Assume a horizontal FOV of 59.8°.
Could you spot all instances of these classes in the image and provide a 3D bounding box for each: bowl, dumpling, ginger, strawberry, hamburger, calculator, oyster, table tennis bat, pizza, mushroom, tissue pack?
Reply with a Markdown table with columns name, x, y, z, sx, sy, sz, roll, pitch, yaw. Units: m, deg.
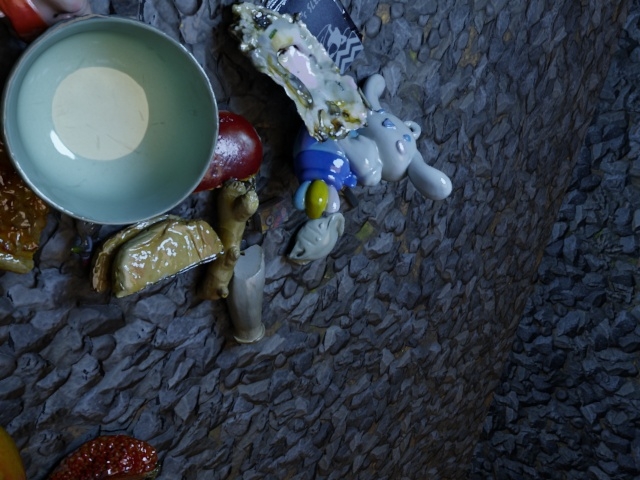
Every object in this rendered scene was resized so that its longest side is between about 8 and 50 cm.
| name | x | y | z | sx | sy | sz | roll | pitch | yaw |
| --- | --- | --- | --- | --- | --- | --- | --- | --- | --- |
| bowl | -0.328 | -0.186 | 0.870 | 0.307 | 0.163 | 0.307 | -10 | 111 | -29 |
| dumpling | 0.002 | -0.001 | 1.436 | 0.169 | 0.099 | 0.134 | -62 | 151 | 3 |
| ginger | -0.210 | 0.009 | 1.228 | 0.065 | 0.118 | 0.299 | -1 | 119 | -39 |
| strawberry | -0.472 | 0.487 | 1.226 | 0.175 | 0.107 | 0.236 | -35 | 146 | 27 |
| hamburger | -0.332 | 0.020 | 1.104 | 0.262 | 0.124 | 0.131 | -26 | 109 | -39 |
| calculator | -0.008 | -0.469 | 1.224 | 0.166 | 0.028 | 0.274 | -52 | 136 | -6 |
| oyster | -0.049 | -0.343 | 1.142 | 0.354 | 0.107 | 0.201 | 50 | 55 | -17 |
| oyster | -0.164 | -0.101 | 1.253 | 0.029 | 0.086 | 0.132 | 1 | 75 | -12 |
| table tennis bat | 0.044 | -0.159 | 1.450 | 0.130 | 0.019 | 0.220 | -53 | 137 | -10 |
| pizza | -0.502 | -0.100 | 0.883 | 0.226 | 0.086 | 0.336 | -29 | 128 | -30 |
| mushroom | -0.179 | 0.135 | 1.329 | 0.096 | 0.108 | 0.247 | 1 | 114 | -2 |
| tissue pack | -0.119 | -0.061 | 1.326 | 0.083 | 0.035 | 0.063 | -30 | 130 | -33 |

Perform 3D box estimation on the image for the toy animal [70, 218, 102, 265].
| name | x | y | z | sx | sy | sz | roll | pitch | yaw |
| --- | --- | --- | --- | --- | --- | --- | --- | --- | --- |
| toy animal | -0.415 | -0.047 | 1.013 | 0.105 | 0.070 | 0.203 | -11 | 116 | -63 |

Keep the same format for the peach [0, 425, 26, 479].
| name | x | y | z | sx | sy | sz | roll | pitch | yaw |
| --- | --- | --- | --- | --- | --- | --- | --- | --- | --- |
| peach | -0.636 | 0.392 | 0.855 | 0.372 | 0.289 | 0.373 | -15 | 117 | -32 |

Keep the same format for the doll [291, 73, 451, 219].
| name | x | y | z | sx | sy | sz | roll | pitch | yaw |
| --- | --- | --- | --- | --- | --- | --- | --- | --- | --- |
| doll | 0.071 | -0.215 | 1.266 | 0.365 | 0.376 | 0.187 | -18 | 131 | -15 |

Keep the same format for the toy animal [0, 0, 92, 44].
| name | x | y | z | sx | sy | sz | roll | pitch | yaw |
| --- | --- | --- | --- | --- | --- | --- | --- | --- | --- |
| toy animal | -0.396 | -0.377 | 0.783 | 0.171 | 0.171 | 0.198 | 15 | 96 | -48 |

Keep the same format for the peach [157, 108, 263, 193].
| name | x | y | z | sx | sy | sz | roll | pitch | yaw |
| --- | --- | --- | --- | --- | --- | --- | --- | --- | --- |
| peach | -0.237 | -0.167 | 1.055 | 0.267 | 0.158 | 0.154 | -19 | 103 | -29 |
